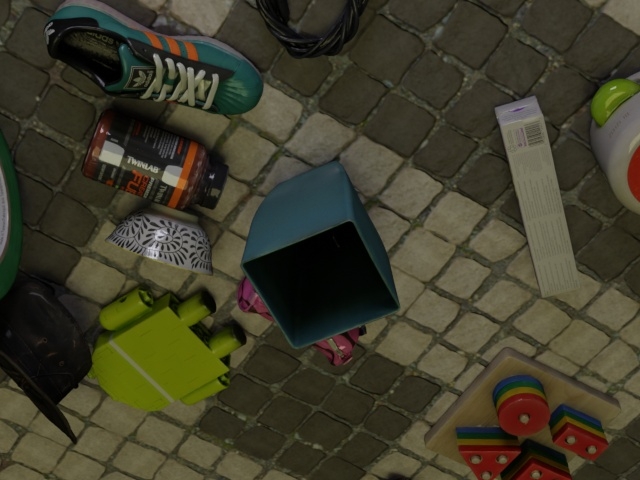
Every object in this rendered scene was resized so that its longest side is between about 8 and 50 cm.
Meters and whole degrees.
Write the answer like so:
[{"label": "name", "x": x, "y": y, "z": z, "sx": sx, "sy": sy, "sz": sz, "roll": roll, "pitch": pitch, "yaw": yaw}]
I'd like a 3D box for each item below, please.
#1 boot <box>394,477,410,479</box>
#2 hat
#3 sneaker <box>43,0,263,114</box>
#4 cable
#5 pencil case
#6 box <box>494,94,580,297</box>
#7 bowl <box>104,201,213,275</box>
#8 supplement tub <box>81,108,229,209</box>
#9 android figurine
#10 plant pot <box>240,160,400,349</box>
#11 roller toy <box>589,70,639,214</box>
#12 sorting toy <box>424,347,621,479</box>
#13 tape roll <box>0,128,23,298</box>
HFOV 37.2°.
[{"label": "boot", "x": 0.081, "y": 0.511, "z": 1.800, "sx": 0.236, "sy": 0.085, "sz": 0.179, "roll": 24, "pitch": 118, "yaw": -23}, {"label": "hat", "x": -0.452, "y": 0.159, "z": 1.508, "sx": 0.134, "sy": 0.331, "sz": 0.331, "roll": -42, "pitch": 122, "yaw": -19}, {"label": "sneaker", "x": -0.224, "y": -0.226, "z": 1.282, "sx": 0.302, "sy": 0.121, "sz": 0.108, "roll": 17, "pitch": 122, "yaw": -12}, {"label": "cable", "x": -0.013, "y": -0.326, "z": 1.261, "sx": 0.150, "sy": 0.047, "sz": 0.184, "roll": 20, "pitch": 122, "yaw": -13}, {"label": "pencil case", "x": -0.034, "y": 0.121, "z": 1.529, "sx": 0.209, "sy": 0.098, "sz": 0.095, "roll": 31, "pitch": 118, "yaw": -18}, {"label": "box", "x": 0.328, "y": -0.059, "z": 1.430, "sx": 0.067, "sy": 0.063, "sz": 0.324, "roll": -15, "pitch": 122, "yaw": 11}, {"label": "bowl", "x": -0.229, "y": -0.010, "z": 1.428, "sx": 0.170, "sy": 0.170, "sz": 0.080, "roll": 19, "pitch": 90, "yaw": -13}, {"label": "supplement tub", "x": -0.235, "y": -0.109, "z": 1.370, "sx": 0.197, "sy": 0.106, "sz": 0.106, "roll": 19, "pitch": 122, "yaw": -12}, {"label": "android figurine", "x": -0.267, "y": 0.190, "z": 1.599, "sx": 0.272, "sy": 0.056, "sz": 0.248, "roll": -31, "pitch": 119, "yaw": 18}, {"label": "plant pot", "x": 0.000, "y": 0.000, "z": 1.366, "sx": 0.165, "sy": 0.234, "sz": 0.165, "roll": -22, "pitch": 121, "yaw": 13}, {"label": "roller toy", "x": 0.489, "y": -0.133, "z": 1.332, "sx": 0.209, "sy": 0.146, "sz": 0.191, "roll": -6, "pitch": 124, "yaw": 3}, {"label": "sorting toy", "x": 0.361, "y": 0.350, "z": 1.688, "sx": 0.255, "sy": 0.089, "sz": 0.257, "roll": 26, "pitch": 120, "yaw": -16}, {"label": "tape roll", "x": -0.502, "y": -0.065, "z": 1.269, "sx": 0.077, "sy": 0.321, "sz": 0.321, "roll": -10, "pitch": 123, "yaw": 7}]
